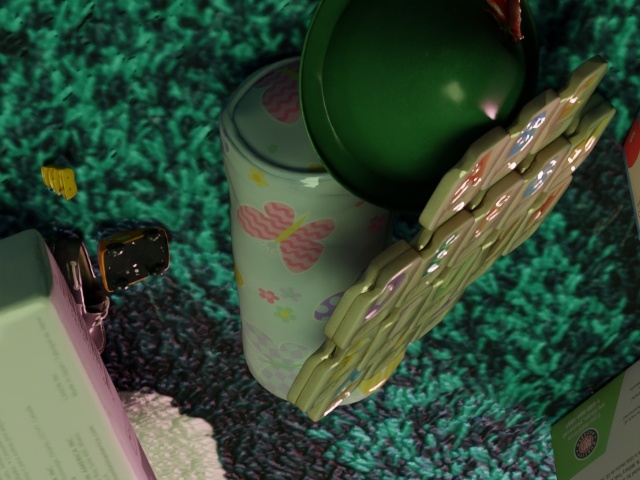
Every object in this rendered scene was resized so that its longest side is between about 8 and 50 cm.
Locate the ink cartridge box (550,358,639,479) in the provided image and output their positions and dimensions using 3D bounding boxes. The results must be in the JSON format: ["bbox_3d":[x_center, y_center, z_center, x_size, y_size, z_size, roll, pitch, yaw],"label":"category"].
[{"bbox_3d":[0.293,0.227,1.513,0.115,0.273,0.198,21,136,-27],"label":"ink cartridge box"}]

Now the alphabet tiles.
[{"bbox_3d":[0.089,0.006,1.265,0.021,0.284,0.278,42,137,14],"label":"alphabet tiles"}]

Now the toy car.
[{"bbox_3d":[-0.152,-0.019,1.382,0.040,0.060,0.122,21,142,47],"label":"toy car"}]

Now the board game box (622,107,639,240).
[{"bbox_3d":[0.383,-0.113,1.243,0.302,0.086,0.308,4,141,-9],"label":"board game box"}]

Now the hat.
[{"bbox_3d":[0.100,-0.088,1.133,0.208,0.183,0.173,35,84,-35],"label":"hat"}]

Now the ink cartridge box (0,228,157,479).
[{"bbox_3d":[-0.324,0.190,1.420,0.385,0.091,0.308,-19,128,0],"label":"ink cartridge box"}]

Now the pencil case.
[{"bbox_3d":[0.000,0.000,1.337,0.124,0.113,0.273,5,141,8],"label":"pencil case"}]

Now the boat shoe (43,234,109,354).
[{"bbox_3d":[-0.176,0.043,1.437,0.038,0.046,0.125,-6,133,11],"label":"boat shoe"}]
